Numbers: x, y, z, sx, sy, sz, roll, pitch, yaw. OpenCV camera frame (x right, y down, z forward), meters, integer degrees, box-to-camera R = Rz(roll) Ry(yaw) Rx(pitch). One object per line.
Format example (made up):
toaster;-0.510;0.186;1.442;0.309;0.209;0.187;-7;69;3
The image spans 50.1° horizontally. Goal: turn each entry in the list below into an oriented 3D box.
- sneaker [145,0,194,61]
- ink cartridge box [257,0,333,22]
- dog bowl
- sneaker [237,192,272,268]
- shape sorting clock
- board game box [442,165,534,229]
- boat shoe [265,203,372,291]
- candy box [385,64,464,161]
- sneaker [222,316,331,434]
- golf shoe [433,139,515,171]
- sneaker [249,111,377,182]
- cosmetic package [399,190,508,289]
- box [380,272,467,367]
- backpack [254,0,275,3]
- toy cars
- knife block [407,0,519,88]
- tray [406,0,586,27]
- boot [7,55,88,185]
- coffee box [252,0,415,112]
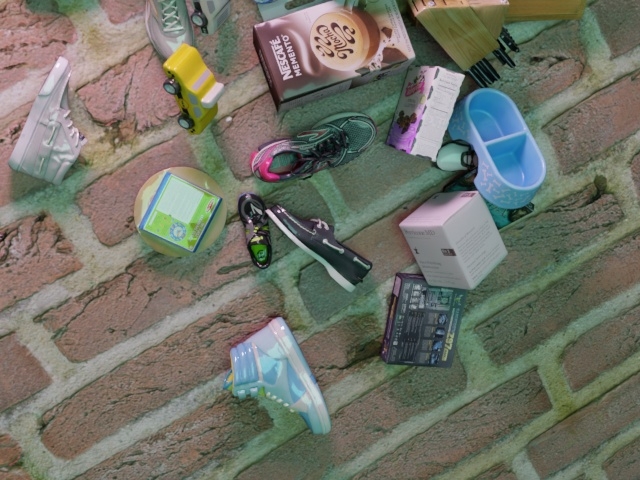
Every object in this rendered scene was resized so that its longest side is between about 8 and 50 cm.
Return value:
sneaker;-0.314;-0.487;1.381;0.099;0.121;0.262;-12;107;-9
ink cartridge box;-0.014;-0.435;1.515;0.189;0.066;0.232;-21;88;-7
dog bowl;0.409;-0.220;1.571;0.166;0.074;0.297;-18;75;-20
sneaker;-0.143;-0.020;1.571;0.067;0.078;0.188;-13;107;-10
shape sorting clock;-0.314;-0.064;1.538;0.206;0.040;0.206;-3;102;-15
board game box;0.408;-0.101;1.665;0.186;0.126;0.026;31;53;-19
boat shoe;0.000;0.000;1.600;0.091;0.114;0.302;-47;122;3
candy box;0.230;-0.290;1.540;0.070;0.165;0.196;14;101;-18
sneaker;-0.115;0.364;1.662;0.208;0.127;0.318;-26;100;-7
golf shoe;0.371;-0.200;1.638;0.198;0.094;0.077;-7;108;-10
sneaker;-0.007;-0.196;1.539;0.299;0.112;0.120;-24;109;-7
cosmetic package;0.316;-0.003;1.623;0.151;0.151;0.183;-40;112;-27
box;0.264;0.205;1.740;0.184;0.059;0.232;6;103;-15
backpack;-0.109;-0.551;1.422;0.114;0.084;0.105;-26;105;21
toy cars;-0.230;-0.404;1.391;0.087;0.176;0.393;15;104;22
knife block;0.307;-0.438;1.508;0.276;0.088;0.242;-7;141;-12
tray;0.406;-0.589;1.510;0.411;0.076;0.202;-6;130;-11
boot;-0.540;-0.241;1.419;0.124;0.095;0.258;24;107;-24
coffee box;0.023;-0.399;1.432;0.297;0.119;0.168;-20;91;-7
